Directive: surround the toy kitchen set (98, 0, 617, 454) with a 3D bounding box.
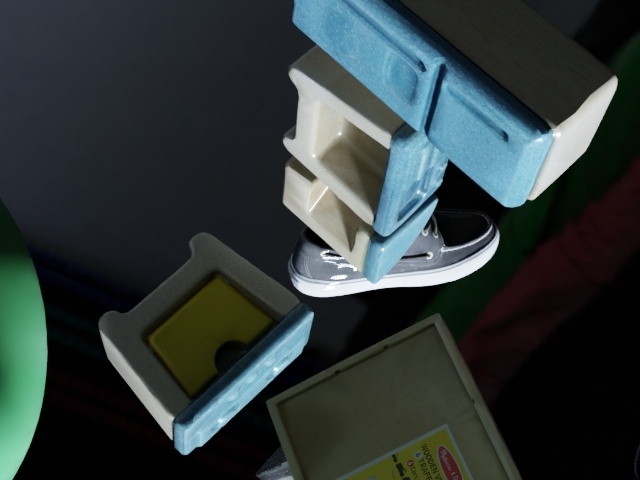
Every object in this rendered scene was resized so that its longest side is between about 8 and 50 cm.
[{"bbox_3d":[0.000,0.000,0.546,0.166,0.122,0.207,-42,163,-21],"label":"toy kitchen set"}]

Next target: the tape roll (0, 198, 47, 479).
[{"bbox_3d":[-0.354,0.077,1.009,0.077,0.321,0.321,-3,127,-60],"label":"tape roll"}]

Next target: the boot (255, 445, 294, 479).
[{"bbox_3d":[0.059,0.309,1.587,0.118,0.222,0.338,-44,-176,-22],"label":"boot"}]

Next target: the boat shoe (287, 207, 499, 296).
[{"bbox_3d":[0.078,-0.005,1.333,0.076,0.229,0.080,99,-23,-44],"label":"boat shoe"}]

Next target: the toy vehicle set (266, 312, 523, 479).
[{"bbox_3d":[0.073,0.201,1.051,0.166,0.035,0.266,-27,-128,5],"label":"toy vehicle set"}]

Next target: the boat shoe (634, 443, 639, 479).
[{"bbox_3d":[0.442,0.240,1.476,0.186,0.156,0.500,-55,157,-3],"label":"boat shoe"}]
